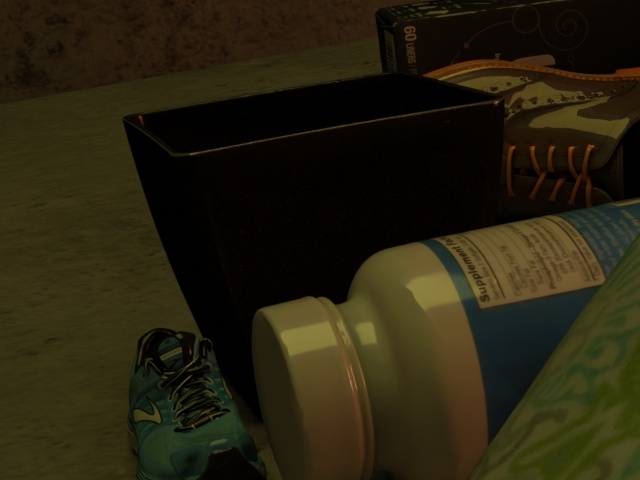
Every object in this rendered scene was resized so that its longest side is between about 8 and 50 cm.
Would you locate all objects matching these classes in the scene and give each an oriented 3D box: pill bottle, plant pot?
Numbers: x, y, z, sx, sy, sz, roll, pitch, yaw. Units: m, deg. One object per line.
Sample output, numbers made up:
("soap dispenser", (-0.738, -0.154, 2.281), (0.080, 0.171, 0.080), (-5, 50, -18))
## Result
("pill bottle", (0.085, 0.056, 0.728), (0.221, 0.124, 0.124), (-12, 14, -14))
("plant pot", (0.000, 0.000, 0.916), (0.188, 0.167, 0.187), (-12, 14, -14))

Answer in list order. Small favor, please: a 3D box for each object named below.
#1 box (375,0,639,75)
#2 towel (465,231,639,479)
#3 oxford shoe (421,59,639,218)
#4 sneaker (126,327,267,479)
("box", (0.199, -0.150, 1.435), (0.270, 0.165, 0.143), (-9, 14, -3))
("towel", (0.208, 0.050, 0.423), (0.320, 0.090, 0.374), (-50, 28, -16))
("oxford shoe", (0.182, -0.075, 1.230), (0.364, 0.130, 0.133), (-9, 19, -4))
("sneaker", (-0.075, 0.086, 0.795), (0.063, 0.073, 0.162), (-12, 14, -17))
